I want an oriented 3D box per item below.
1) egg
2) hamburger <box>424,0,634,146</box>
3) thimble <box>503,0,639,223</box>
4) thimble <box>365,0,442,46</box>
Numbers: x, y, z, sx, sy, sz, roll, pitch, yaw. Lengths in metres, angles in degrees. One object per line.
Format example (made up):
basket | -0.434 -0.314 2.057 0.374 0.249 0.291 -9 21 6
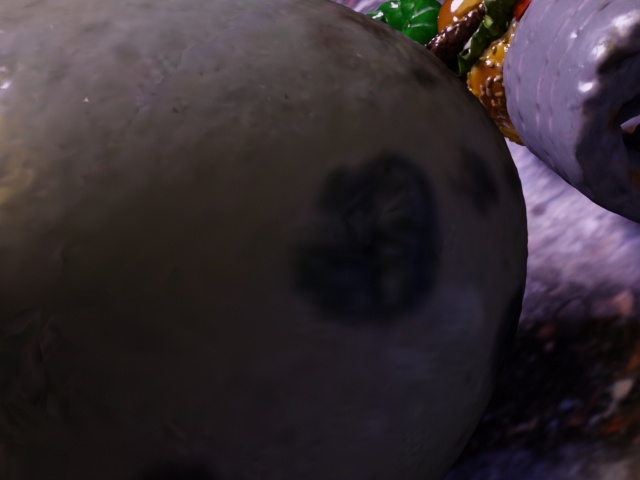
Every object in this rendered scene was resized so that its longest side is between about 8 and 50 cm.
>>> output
egg | -0.106 0.043 0.887 0.428 0.345 0.345 -22 27 6
hamburger | 0.153 -0.120 1.065 0.166 0.137 0.087 -35 61 11
thimble | 0.176 -0.088 0.952 0.151 0.127 0.118 -29 26 -5
thimble | 0.042 -0.092 1.202 0.130 0.090 0.118 -17 35 43
